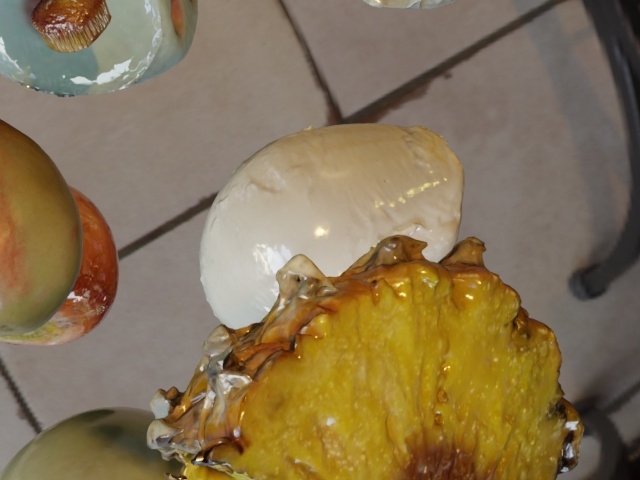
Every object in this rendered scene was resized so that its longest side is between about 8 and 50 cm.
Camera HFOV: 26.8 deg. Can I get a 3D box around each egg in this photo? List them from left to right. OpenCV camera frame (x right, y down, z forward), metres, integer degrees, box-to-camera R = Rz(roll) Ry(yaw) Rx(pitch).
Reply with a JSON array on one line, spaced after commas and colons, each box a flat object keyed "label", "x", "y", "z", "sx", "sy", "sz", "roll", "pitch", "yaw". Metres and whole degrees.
[{"label": "egg", "x": -0.227, "y": 0.323, "z": 1.456, "sx": 0.278, "sy": 0.278, "sz": 0.336, "roll": 50, "pitch": 28, "yaw": -15}]

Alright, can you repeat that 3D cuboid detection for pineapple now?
[{"label": "pineapple", "x": 0.028, "y": 0.080, "z": 0.663, "sx": 0.334, "sy": 0.158, "sz": 0.161, "roll": 30, "pitch": 69, "yaw": -41}]

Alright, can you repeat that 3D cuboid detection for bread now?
[{"label": "bread", "x": -0.276, "y": -0.250, "z": 1.478, "sx": 0.085, "sy": 0.085, "sz": 0.053, "roll": -45, "pitch": 143, "yaw": -20}]

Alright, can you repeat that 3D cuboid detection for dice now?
[{"label": "dice", "x": -0.317, "y": -0.366, "z": 1.784, "sx": 0.265, "sy": 0.262, "sz": 0.268, "roll": -5, "pitch": 124, "yaw": 8}]

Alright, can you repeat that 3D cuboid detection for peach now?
[{"label": "peach", "x": -0.412, "y": -0.009, "z": 1.505, "sx": 0.247, "sy": 0.292, "sz": 0.292, "roll": -24, "pitch": 99, "yaw": -62}]

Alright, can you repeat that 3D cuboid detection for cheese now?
[{"label": "cheese", "x": 0.000, "y": 0.000, "z": 1.041, "sx": 0.189, "sy": 0.198, "sz": 0.154, "roll": -20, "pitch": 58, "yaw": -39}]

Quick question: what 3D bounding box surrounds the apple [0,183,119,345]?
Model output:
[{"label": "apple", "x": -0.405, "y": 0.024, "z": 1.811, "sx": 0.272, "sy": 0.251, "sz": 0.206, "roll": 13, "pitch": 55, "yaw": -25}]

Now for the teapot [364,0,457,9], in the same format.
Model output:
[{"label": "teapot", "x": 0.044, "y": -0.235, "z": 0.721, "sx": 0.163, "sy": 0.178, "sz": 0.221, "roll": -10, "pitch": 59, "yaw": -21}]
